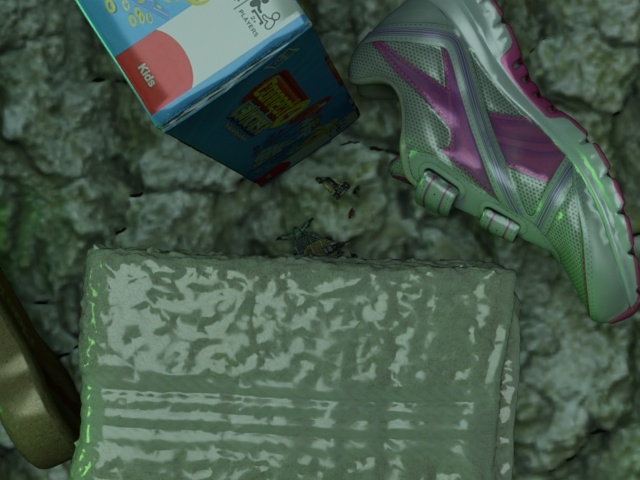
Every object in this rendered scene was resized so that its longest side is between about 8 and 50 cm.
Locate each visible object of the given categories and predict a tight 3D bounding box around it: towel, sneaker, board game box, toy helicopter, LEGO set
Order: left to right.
[{"bbox_3d":[-0.235,-0.010,0.806,0.140,0.235,0.355,-27,105,0],"label":"toy helicopter"},{"bbox_3d":[-0.104,-0.191,0.755,0.086,0.302,0.308,-33,85,3],"label":"board game box"},{"bbox_3d":[-0.013,0.099,0.838,0.282,0.049,0.187,4,91,-6],"label":"towel"},{"bbox_3d":[0.003,0.000,0.879,0.054,0.023,0.083,33,78,4],"label":"LEGO set"},{"bbox_3d":[0.106,-0.048,0.835,0.111,0.103,0.252,-34,77,5],"label":"sneaker"}]
